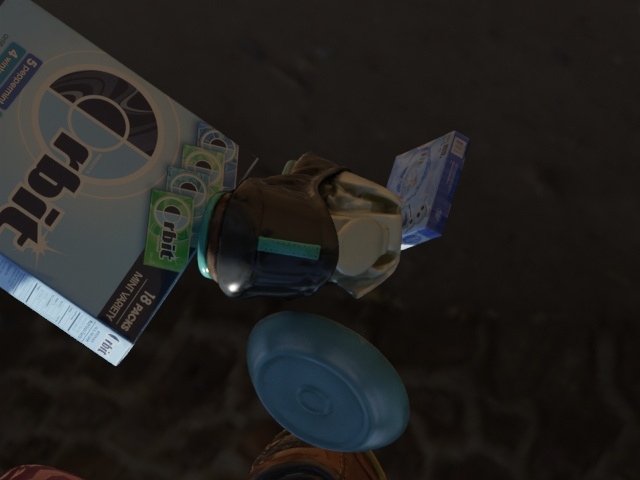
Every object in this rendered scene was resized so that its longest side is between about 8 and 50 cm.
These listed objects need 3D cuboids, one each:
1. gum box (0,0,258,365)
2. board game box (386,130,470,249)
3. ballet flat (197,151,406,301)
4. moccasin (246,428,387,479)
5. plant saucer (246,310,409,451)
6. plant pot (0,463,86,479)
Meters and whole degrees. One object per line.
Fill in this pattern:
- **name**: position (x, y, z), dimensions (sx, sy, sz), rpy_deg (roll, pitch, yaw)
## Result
- **gum box**: position (-0.154, -0.040, 1.138), dimensions (0.184, 0.157, 0.041), rpy_deg (36, 148, -5)
- **board game box**: position (0.080, -0.038, 1.550), dimensions (0.020, 0.090, 0.090), rpy_deg (29, 156, -23)
- **ballet flat**: position (0.000, 0.000, 1.210), dimensions (0.096, 0.095, 0.280), rpy_deg (7, -171, 10)
- **moccasin**: position (0.050, 0.323, 1.609), dimensions (0.139, 0.147, 0.380), rpy_deg (-24, 102, 24)
- **plant saucer**: position (0.000, 0.098, 1.225), dimensions (0.119, 0.021, 0.119), rpy_deg (20, 137, 19)
- **plant pot**: position (-0.139, 0.232, 0.858), dimensions (0.201, 0.180, 0.201), rpy_deg (32, 146, 25)
